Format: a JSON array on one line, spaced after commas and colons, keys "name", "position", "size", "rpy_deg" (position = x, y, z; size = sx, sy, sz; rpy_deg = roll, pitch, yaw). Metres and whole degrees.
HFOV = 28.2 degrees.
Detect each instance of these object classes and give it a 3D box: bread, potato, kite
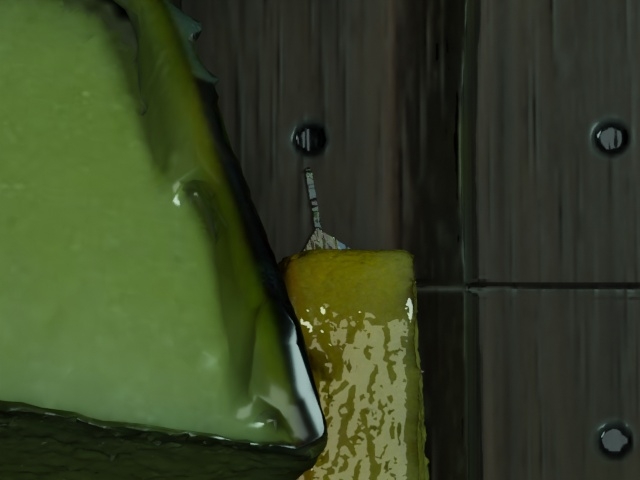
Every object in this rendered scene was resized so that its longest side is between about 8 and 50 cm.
[{"name": "bread", "position": [0.013, 0.126, 0.653], "size": [0.094, 0.102, 0.245], "rpy_deg": [-2, 88, 0]}, {"name": "potato", "position": [-0.185, 0.000, 0.637], "size": [0.330, 0.212, 0.280], "rpy_deg": [4, 62, -14]}, {"name": "kite", "position": [0.006, 0.001, 0.708], "size": [0.044, 0.002, 0.078], "rpy_deg": [10, 88, 3]}]
